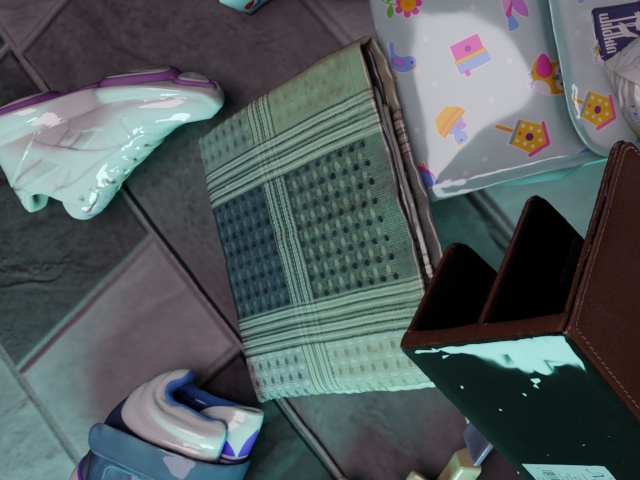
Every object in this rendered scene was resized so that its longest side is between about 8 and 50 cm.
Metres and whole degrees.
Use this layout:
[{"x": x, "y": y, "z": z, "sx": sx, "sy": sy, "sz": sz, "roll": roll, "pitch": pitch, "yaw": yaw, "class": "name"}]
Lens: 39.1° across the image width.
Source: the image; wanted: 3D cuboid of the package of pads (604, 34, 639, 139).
[{"x": 0.393, "y": -0.090, "z": 0.707, "sx": 0.229, "sy": 0.101, "sz": 0.296, "roll": -38, "pitch": 110, "yaw": 15, "class": "package of pads"}]

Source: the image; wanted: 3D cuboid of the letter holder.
[{"x": 0.244, "y": 0.092, "z": 0.760, "sx": 0.152, "sy": 0.214, "sz": 0.302, "roll": -14, "pitch": 128, "yaw": 46, "class": "letter holder"}]

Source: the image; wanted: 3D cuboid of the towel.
[{"x": 0.000, "y": 0.000, "z": 0.884, "sx": 0.324, "sy": 0.056, "sz": 0.312, "roll": -18, "pitch": 84, "yaw": 53, "class": "towel"}]

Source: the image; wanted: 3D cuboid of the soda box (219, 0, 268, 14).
[{"x": -0.113, "y": -0.356, "z": 0.965, "sx": 0.069, "sy": 0.074, "sz": 0.216, "roll": -31, "pitch": 82, "yaw": 20, "class": "soda box"}]

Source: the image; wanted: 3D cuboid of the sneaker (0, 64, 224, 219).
[{"x": -0.233, "y": -0.110, "z": 1.020, "sx": 0.305, "sy": 0.114, "sz": 0.152, "roll": -9, "pitch": 103, "yaw": 25, "class": "sneaker"}]

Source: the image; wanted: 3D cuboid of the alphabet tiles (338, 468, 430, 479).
[{"x": 0.084, "y": 0.418, "z": 0.941, "sx": 0.285, "sy": 0.011, "sz": 0.342, "roll": 34, "pitch": 111, "yaw": 17, "class": "alphabet tiles"}]

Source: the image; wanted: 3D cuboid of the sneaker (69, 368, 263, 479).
[{"x": -0.120, "y": 0.294, "z": 0.966, "sx": 0.323, "sy": 0.130, "sz": 0.236, "roll": 48, "pitch": 111, "yaw": 19, "class": "sneaker"}]

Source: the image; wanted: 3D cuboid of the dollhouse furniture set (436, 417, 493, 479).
[{"x": 0.170, "y": 0.210, "z": 0.920, "sx": 0.081, "sy": 0.091, "sz": 0.114, "roll": 11, "pitch": 126, "yaw": -19, "class": "dollhouse furniture set"}]

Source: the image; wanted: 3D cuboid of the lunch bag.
[{"x": 0.194, "y": -0.164, "z": 0.814, "sx": 0.262, "sy": 0.160, "sz": 0.223, "roll": -12, "pitch": 90, "yaw": 15, "class": "lunch bag"}]
